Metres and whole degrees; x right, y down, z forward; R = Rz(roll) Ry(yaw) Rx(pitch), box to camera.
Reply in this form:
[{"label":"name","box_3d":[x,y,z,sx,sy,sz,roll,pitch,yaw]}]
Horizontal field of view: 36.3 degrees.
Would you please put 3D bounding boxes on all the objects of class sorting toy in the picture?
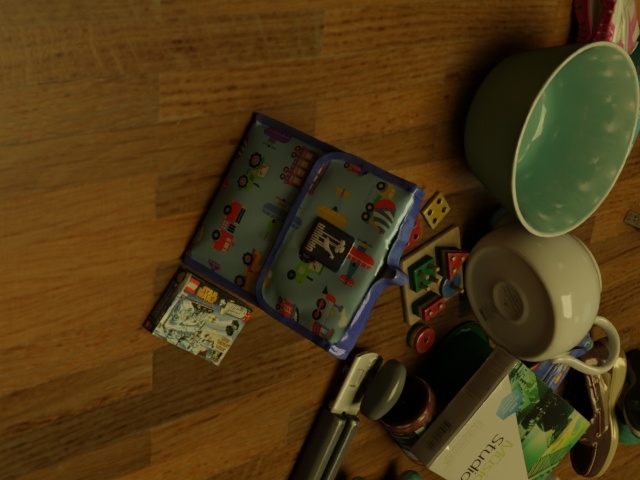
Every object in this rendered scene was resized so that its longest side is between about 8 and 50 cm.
[{"label":"sorting toy","box_3d":[0.195,0.056,1.606,0.132,0.046,0.274,-31,129,-29]}]

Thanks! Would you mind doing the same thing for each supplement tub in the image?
[{"label":"supplement tub","box_3d":[0.175,0.321,1.684,0.106,0.106,0.198,-49,136,-13]}]

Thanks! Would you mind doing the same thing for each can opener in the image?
[{"label":"can opener","box_3d":[0.036,0.304,1.562,0.074,0.093,0.280,18,103,-48]}]

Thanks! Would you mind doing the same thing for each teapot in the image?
[{"label":"teapot","box_3d":[0.383,0.074,1.645,0.187,0.252,0.256,-21,124,-30]}]

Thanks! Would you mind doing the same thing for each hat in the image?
[{"label":"hat","box_3d":[0.310,0.250,1.714,0.173,0.183,0.208,1,110,-45]}]

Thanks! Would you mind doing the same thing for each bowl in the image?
[{"label":"bowl","box_3d":[0.346,-0.178,1.541,0.311,0.163,0.311,-21,124,-34]}]

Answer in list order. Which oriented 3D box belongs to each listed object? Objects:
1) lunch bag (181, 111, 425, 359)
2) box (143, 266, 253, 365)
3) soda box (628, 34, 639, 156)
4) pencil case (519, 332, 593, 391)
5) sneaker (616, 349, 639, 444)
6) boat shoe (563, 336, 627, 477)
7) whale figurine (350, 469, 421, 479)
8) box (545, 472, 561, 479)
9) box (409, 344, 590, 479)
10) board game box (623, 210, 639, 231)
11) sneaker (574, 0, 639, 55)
[{"label":"lunch bag","box_3d":[0.000,0.000,1.212,0.138,0.293,0.221,25,92,-47]},{"label":"box","box_3d":[-0.162,0.103,1.309,0.094,0.027,0.137,-57,137,-3]},{"label":"soda box","box_3d":[0.549,-0.261,1.756,0.067,0.071,0.210,9,104,-46]},{"label":"pencil case","box_3d":[0.393,0.266,1.843,0.119,0.133,0.306,45,76,-23]},{"label":"sneaker","box_3d":[0.692,0.388,2.145,0.295,0.124,0.178,-54,156,-59]},{"label":"boat shoe","box_3d":[0.558,0.365,2.073,0.123,0.123,0.342,-10,121,-20]},{"label":"whale figurine","box_3d":[0.122,0.506,1.703,0.216,0.141,0.272,-54,136,-7]},{"label":"box","box_3d":[0.414,0.587,2.001,0.215,0.168,0.345,-53,137,-9]},{"label":"box","box_3d":[0.319,0.339,1.685,0.232,0.058,0.322,-50,135,1]},{"label":"board game box","box_3d":[0.704,-0.013,2.009,0.154,0.103,0.026,21,95,-46]},{"label":"sneaker","box_3d":[0.480,-0.320,1.638,0.111,0.103,0.252,-8,117,-39]}]
